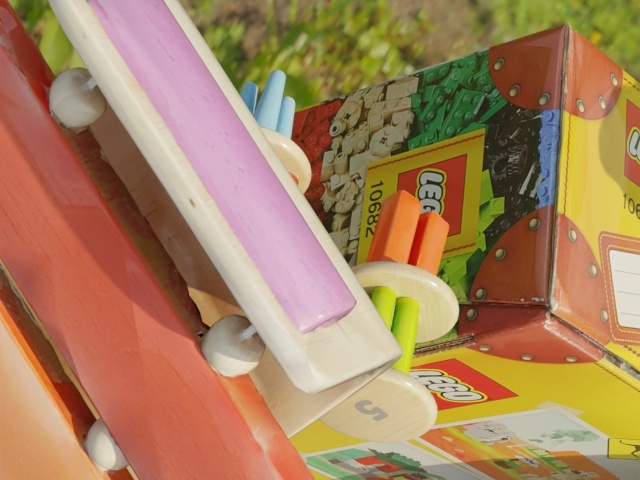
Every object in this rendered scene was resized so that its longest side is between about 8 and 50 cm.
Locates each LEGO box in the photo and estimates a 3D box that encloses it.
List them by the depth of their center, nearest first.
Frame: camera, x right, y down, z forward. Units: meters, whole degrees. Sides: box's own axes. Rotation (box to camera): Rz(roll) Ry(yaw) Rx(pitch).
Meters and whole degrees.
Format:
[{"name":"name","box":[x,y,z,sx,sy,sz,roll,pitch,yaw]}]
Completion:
[{"name":"LEGO box","box":[0.155,0.088,1.317,0.500,0.372,0.193,32,56,-42]}]

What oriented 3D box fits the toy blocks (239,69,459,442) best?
[{"name":"toy blocks","box":[0.000,0.000,0.776,0.123,0.054,0.148,14,55,-2]}]

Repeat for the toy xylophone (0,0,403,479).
[{"name":"toy xylophone","box":[-0.088,0.074,0.526,0.236,0.322,0.081,50,34,12]}]
